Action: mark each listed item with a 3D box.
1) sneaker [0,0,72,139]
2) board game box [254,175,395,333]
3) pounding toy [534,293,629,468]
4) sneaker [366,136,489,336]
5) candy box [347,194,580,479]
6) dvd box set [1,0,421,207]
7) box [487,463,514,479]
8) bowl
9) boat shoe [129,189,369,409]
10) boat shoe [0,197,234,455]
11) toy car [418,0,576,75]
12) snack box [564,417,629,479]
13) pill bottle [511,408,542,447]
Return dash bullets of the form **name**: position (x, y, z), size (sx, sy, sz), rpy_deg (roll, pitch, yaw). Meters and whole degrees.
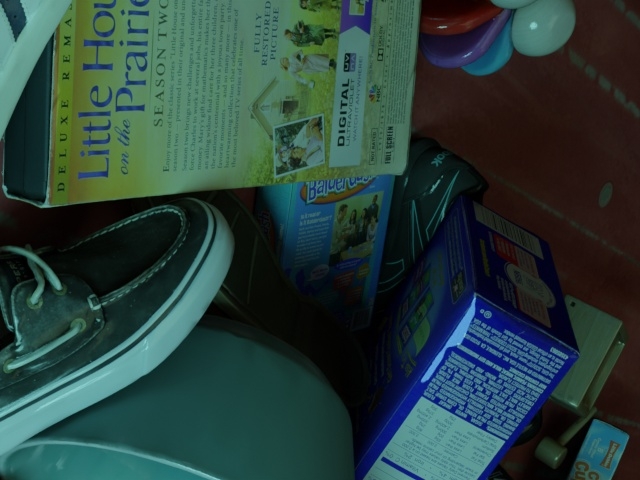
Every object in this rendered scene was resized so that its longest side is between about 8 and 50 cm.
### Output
- **sneaker**: position (-0.255, -0.162, 0.855), size (0.148, 0.131, 0.350), rpy_deg (13, 98, -57)
- **board game box**: position (0.000, 0.000, 1.325), size (0.160, 0.047, 0.210), rpy_deg (-12, 118, -47)
- **pounding toy**: position (0.321, 0.193, 1.788), size (0.206, 0.094, 0.181), rpy_deg (-61, 159, -4)
- **sneaker**: position (0.115, 0.028, 1.435), size (0.101, 0.106, 0.267), rpy_deg (-23, 127, -45)
- **candy box**: position (0.103, 0.148, 1.295), size (0.317, 0.122, 0.268), rpy_deg (-57, -172, 20)
- **dvd box set**: position (-0.067, -0.194, 1.093), size (0.420, 0.062, 0.308), rpy_deg (-9, 107, -48)
- **box**: position (0.164, 0.363, 1.515), size (0.295, 0.293, 0.073), rpy_deg (-8, 140, -50)
- **bowl**: position (-0.095, 0.175, 1.132), size (0.311, 0.311, 0.163), rpy_deg (60, 43, -47)
- **boat shoe**: position (-0.083, 0.059, 1.193), size (0.307, 0.104, 0.111), rpy_deg (52, 35, -26)
- **boat shoe**: position (-0.214, 0.063, 0.997), size (0.335, 0.121, 0.119), rpy_deg (-38, 133, -13)
- **toy car**: position (0.145, -0.231, 1.292), size (0.136, 0.159, 0.182), rpy_deg (-51, 142, -8)
- **snack box**: position (0.352, 0.410, 1.914), size (0.322, 0.060, 0.187), rpy_deg (-65, 166, -2)
- **pill bottle**: position (0.213, 0.139, 1.599), size (0.123, 0.122, 0.219), rpy_deg (-39, 136, -32)
